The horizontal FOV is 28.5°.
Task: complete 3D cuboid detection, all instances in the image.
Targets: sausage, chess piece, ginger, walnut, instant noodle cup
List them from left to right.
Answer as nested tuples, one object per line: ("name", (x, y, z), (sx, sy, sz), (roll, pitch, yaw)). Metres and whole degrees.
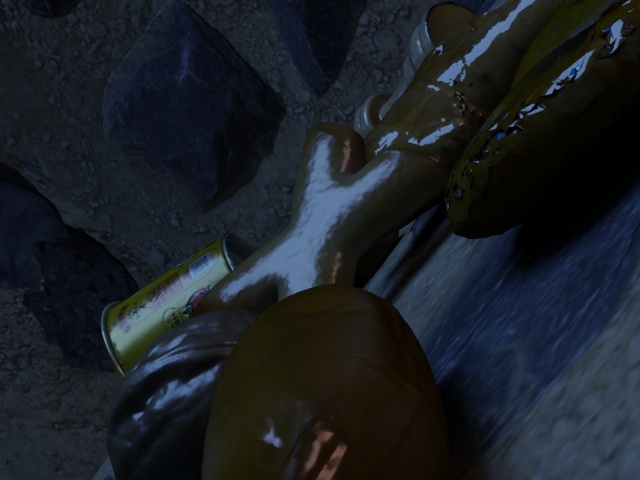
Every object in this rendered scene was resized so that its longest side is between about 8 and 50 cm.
("walnut", (-0.075, 0.123, 0.858), (0.162, 0.140, 0.140), (-33, 10, 19))
("instant noodle cup", (-0.095, 0.087, 1.207), (0.144, 0.182, 0.182), (-41, 6, 13))
("sausage", (0.001, 0.089, 0.531), (0.112, 0.112, 0.328), (-50, 4, 6))
("chess piece", (0.090, -0.151, 1.701), (0.397, 0.117, 0.117), (-48, 4, 47))
("ginger", (0.148, -0.149, 1.147), (0.363, 0.122, 0.348), (-40, 12, 40))

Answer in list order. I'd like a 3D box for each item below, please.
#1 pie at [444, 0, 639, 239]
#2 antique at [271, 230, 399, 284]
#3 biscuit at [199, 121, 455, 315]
("pie", (0.163, -0.103, 0.716), (0.273, 0.069, 0.273), (-50, 3, 4))
("antique", (-0.014, 0.029, 1.354), (0.093, 0.087, 0.310), (-54, 5, -20))
("biscuit", (0.000, 0.000, 1.024), (0.164, 0.047, 0.208), (19, 72, 45))
